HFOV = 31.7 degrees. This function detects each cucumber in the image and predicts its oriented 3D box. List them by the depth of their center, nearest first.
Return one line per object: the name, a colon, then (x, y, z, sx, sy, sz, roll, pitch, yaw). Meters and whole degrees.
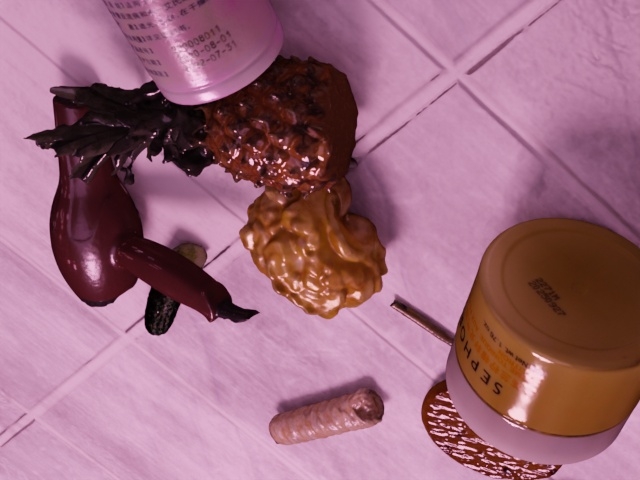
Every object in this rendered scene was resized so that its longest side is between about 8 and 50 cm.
cucumber: (-0.218, 0.077, 1.616, 0.058, 0.052, 0.214, 7, 145, -19)

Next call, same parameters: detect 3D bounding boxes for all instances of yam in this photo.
yam: (0.137, 0.110, 1.478, 0.107, 0.014, 0.014, 34, 138, -6)

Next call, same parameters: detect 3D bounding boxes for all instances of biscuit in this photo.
biscuit: (0.240, 0.258, 1.551, 0.212, 0.036, 0.212, 16, 137, 16)
biscuit: (0.002, 0.265, 1.674, 0.219, 0.055, 0.061, -21, 108, 41)

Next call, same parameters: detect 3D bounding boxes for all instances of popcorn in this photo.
popcorn: (-0.017, 0.003, 1.368, 0.163, 0.140, 0.194, -8, 125, 28)

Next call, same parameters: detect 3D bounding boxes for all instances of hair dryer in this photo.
hair dryer: (-0.213, -0.008, 1.437, 0.340, 0.123, 0.312, 26, 133, 27)

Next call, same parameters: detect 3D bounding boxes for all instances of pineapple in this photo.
pineapple: (-0.143, -0.137, 1.275, 0.365, 0.165, 0.165, 5, 133, 20)

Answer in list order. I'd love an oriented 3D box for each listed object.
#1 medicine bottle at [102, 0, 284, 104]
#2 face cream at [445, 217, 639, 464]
medicine bottle: (-0.154, -0.278, 1.132, 0.152, 0.152, 0.254, -2, 136, 30)
face cream: (0.263, 0.110, 1.254, 0.218, 0.218, 0.179, 21, 137, 10)
